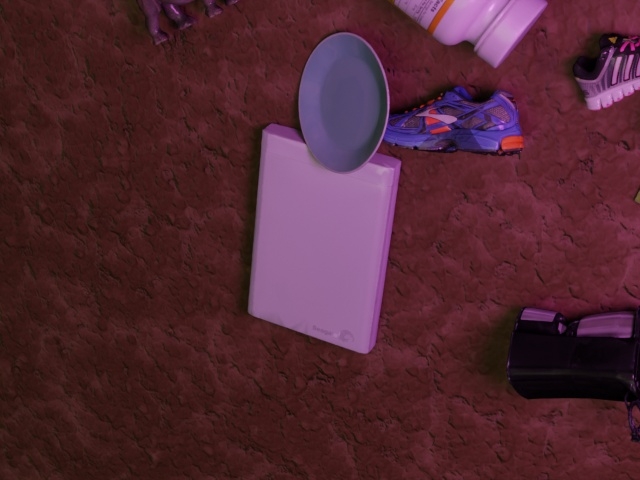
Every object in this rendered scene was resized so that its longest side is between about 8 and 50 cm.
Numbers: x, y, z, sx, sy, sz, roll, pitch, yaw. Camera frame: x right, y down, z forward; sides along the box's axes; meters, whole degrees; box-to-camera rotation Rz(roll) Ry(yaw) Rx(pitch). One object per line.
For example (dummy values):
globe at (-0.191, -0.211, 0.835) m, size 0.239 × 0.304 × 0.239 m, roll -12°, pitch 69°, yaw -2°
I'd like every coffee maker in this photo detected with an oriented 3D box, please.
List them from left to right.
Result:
coffee maker at (0.340, 0.166, 1.711) m, size 0.178 × 0.171 × 0.120 m, roll -3°, pitch 130°, yaw 31°

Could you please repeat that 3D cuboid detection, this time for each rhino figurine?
rhino figurine at (-0.155, -0.358, 1.757) m, size 0.243 × 0.073 × 0.106 m, roll -20°, pitch 107°, yaw 32°

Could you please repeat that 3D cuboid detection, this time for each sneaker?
sneaker at (0.166, -0.158, 1.699) m, size 0.221 × 0.083 × 0.087 m, roll 5°, pitch 91°, yaw 31°
sneaker at (0.371, -0.222, 1.557) m, size 0.170 × 0.063 × 0.075 m, roll -31°, pitch 105°, yaw 40°

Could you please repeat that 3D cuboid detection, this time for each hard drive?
hard drive at (0.000, 0.000, 1.883) m, size 0.203 × 0.040 × 0.308 m, roll 18°, pitch 121°, yaw 19°

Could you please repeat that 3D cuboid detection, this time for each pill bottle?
pill bottle at (0.149, -0.324, 1.575) m, size 0.245 × 0.136 × 0.136 m, roll 40°, pitch 126°, yaw 4°

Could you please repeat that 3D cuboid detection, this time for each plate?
plate at (0.036, -0.183, 1.740) m, size 0.188 × 0.024 × 0.188 m, roll 7°, pitch 99°, yaw 50°

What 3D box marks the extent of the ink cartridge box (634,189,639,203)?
ink cartridge box at (0.494, -0.096, 1.539) m, size 0.188 × 0.097 × 0.255 m, roll 26°, pitch 123°, yaw 13°
